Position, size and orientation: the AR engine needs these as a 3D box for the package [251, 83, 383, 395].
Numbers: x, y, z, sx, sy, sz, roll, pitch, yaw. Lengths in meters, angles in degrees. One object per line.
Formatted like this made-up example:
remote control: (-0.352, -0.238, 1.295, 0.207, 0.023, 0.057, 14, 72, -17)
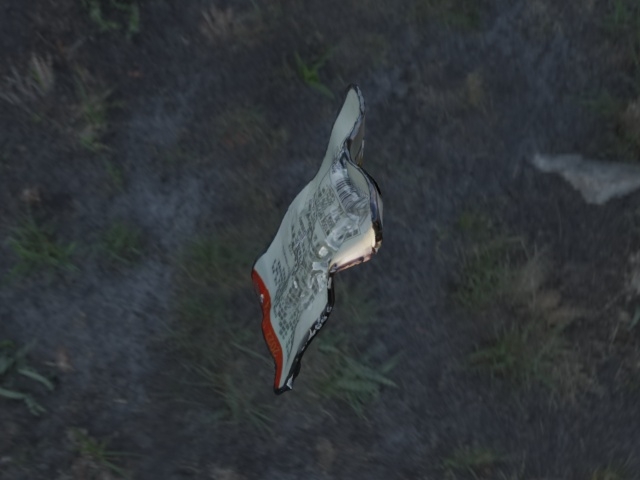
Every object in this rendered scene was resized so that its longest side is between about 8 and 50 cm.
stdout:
package: (0.000, 0.000, 1.108, 0.040, 0.232, 0.166, 10, 40, -20)
